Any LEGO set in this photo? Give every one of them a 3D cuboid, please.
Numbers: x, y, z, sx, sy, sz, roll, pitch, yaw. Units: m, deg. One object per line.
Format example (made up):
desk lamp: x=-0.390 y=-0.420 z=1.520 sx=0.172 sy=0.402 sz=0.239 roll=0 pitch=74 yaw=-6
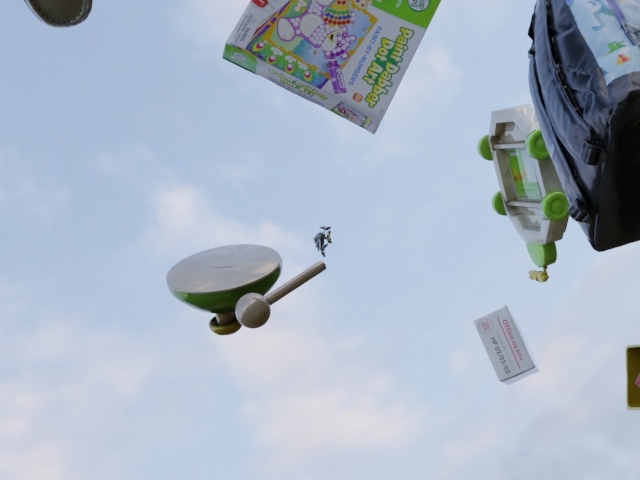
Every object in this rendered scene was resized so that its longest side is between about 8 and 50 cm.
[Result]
LEGO set: x=0.000 y=-0.003 z=1.921 sx=0.023 sy=0.054 sz=0.083 roll=-2 pitch=-29 yaw=-13

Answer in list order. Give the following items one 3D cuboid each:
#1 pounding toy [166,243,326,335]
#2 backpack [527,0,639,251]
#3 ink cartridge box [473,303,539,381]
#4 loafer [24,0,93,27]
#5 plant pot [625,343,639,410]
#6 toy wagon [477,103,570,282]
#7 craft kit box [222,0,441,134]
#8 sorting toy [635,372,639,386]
pounding toy: x=-0.123 y=0.093 z=1.688 sx=0.183 sy=0.237 sz=0.110 roll=-29 pitch=-61 yaw=-40
backpack: x=0.404 y=-0.218 z=1.508 sx=0.273 sy=0.355 sz=0.290 roll=-19 pitch=-42 yaw=-8
ink cartridge box: x=0.290 y=0.164 z=1.697 sx=0.061 sy=0.104 sz=0.181 roll=-25 pitch=-15 yaw=9
loafer: x=-0.320 y=-0.374 z=1.180 sx=0.112 sy=0.111 sz=0.319 roll=-17 pitch=-57 yaw=-5
plant pot: x=0.434 y=0.170 z=1.343 sx=0.083 sy=0.081 sz=0.081 roll=4 pitch=-10 yaw=-13
toy wagon: x=0.405 y=-0.090 z=2.110 sx=0.068 sy=0.267 sz=0.344 roll=-17 pitch=-83 yaw=-11
craft kit box: x=0.023 y=-0.313 z=1.571 sx=0.250 sy=0.246 sz=0.061 roll=-64 pitch=3 yaw=-21
sorting toy: x=0.444 y=0.083 z=1.195 sx=0.046 sy=0.132 sz=0.274 roll=14 pitch=-76 yaw=-24
